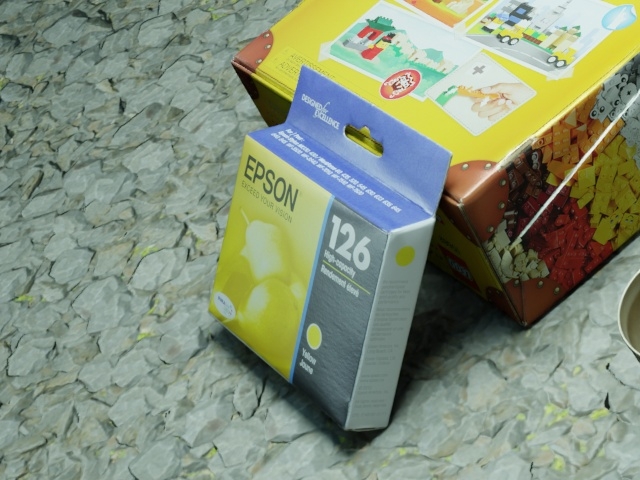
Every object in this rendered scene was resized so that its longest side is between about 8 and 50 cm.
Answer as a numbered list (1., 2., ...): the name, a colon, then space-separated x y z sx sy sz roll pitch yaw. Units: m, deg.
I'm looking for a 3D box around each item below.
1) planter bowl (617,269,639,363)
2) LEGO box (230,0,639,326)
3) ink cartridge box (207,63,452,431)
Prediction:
1. planter bowl: 0.371 0.090 1.567 0.162 0.109 0.162 -18 40 16
2. LEGO box: 0.188 -0.178 1.922 0.372 0.193 0.500 -39 38 -11
3. ink cartridge box: 0.000 0.000 1.792 0.072 0.307 0.303 -2 23 -32
